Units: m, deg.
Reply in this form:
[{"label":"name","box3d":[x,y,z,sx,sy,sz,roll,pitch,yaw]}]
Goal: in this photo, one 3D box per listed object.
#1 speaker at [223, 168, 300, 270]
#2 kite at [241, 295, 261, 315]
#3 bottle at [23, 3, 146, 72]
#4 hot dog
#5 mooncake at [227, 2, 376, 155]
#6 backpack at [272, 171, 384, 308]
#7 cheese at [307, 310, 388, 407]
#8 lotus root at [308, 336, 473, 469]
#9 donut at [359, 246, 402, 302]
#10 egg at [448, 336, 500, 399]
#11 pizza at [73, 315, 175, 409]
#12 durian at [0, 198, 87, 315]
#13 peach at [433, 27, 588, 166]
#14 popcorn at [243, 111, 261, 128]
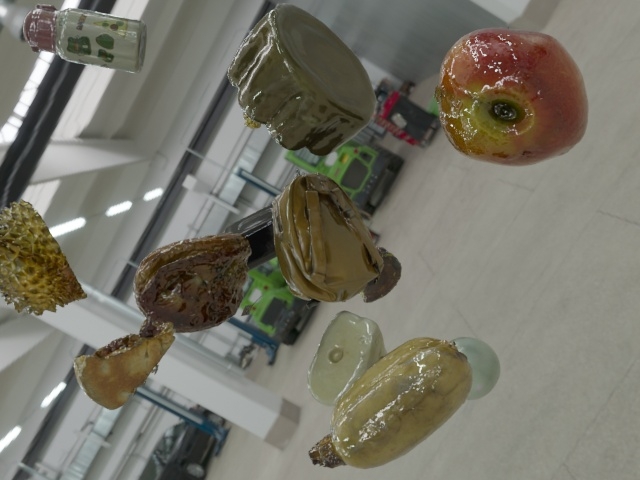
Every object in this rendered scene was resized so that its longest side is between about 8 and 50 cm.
[{"label":"speaker","box3d":[-0.190,-0.053,2.094,0.388,0.184,0.180,-28,30,10]},{"label":"kite","box3d":[-0.198,0.183,1.754,0.078,0.002,0.044,-56,-29,-2]},{"label":"bottle","box3d":[-0.523,-0.453,1.384,0.120,0.253,0.120,-172,90,-79]},{"label":"hot dog","box3d":[-0.329,0.105,1.717,0.387,0.174,0.267,-15,-65,-53]},{"label":"mooncake","box3d":[-0.042,-0.388,1.561,0.201,0.378,0.378,-38,17,34]},{"label":"backpack","box3d":[0.006,-0.002,1.774,0.201,0.353,0.378,-25,71,37]},{"label":"cheese","box3d":[0.087,0.362,1.724,0.248,0.173,0.251,-59,-34,-22]},{"label":"lotus root","box3d":[0.124,0.307,1.117,0.342,0.151,0.169,-42,11,6]},{"label":"donut","box3d":[0.175,0.109,2.220,0.216,0.230,0.096,-51,35,20]},{"label":"egg","box3d":[0.362,0.311,1.519,0.151,0.151,0.209,-60,-31,7]},{"label":"pizza","box3d":[-0.354,0.208,1.142,0.194,0.069,0.154,-38,-44,-24]},{"label":"durian","box3d":[-0.580,0.035,1.211,0.138,0.250,0.183,-31,-33,-22]},{"label":"peach","box3d":[0.428,-0.321,1.397,0.373,0.372,0.290,-68,-13,-59]},{"label":"popcorn","box3d":[-0.196,-0.363,1.808,0.082,0.057,0.083,-98,12,-47]}]
